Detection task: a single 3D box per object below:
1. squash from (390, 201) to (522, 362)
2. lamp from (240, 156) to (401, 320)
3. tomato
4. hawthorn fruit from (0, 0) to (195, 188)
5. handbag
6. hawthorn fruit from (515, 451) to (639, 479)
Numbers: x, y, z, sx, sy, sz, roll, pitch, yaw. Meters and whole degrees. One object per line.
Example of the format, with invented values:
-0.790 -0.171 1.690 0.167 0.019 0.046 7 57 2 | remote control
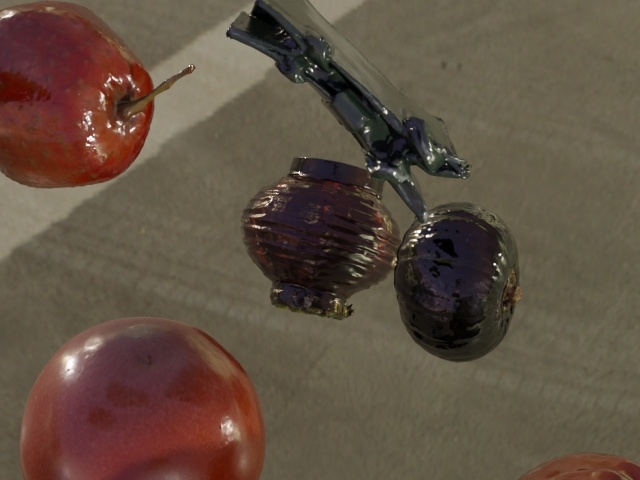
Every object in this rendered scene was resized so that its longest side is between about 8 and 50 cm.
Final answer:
0.161 0.049 1.424 0.156 0.193 0.193 9 62 0 | squash
0.000 0.000 1.758 0.247 0.247 0.247 0 62 0 | lamp
-0.183 0.202 1.267 0.256 0.224 0.255 5 38 -4 | tomato
-0.201 -0.114 1.018 0.204 0.162 0.162 22 63 31 | hawthorn fruit
0.023 -0.146 1.154 0.247 0.260 0.079 42 100 -11 | handbag
0.317 0.440 1.190 0.472 0.471 0.471 0 62 0 | hawthorn fruit
